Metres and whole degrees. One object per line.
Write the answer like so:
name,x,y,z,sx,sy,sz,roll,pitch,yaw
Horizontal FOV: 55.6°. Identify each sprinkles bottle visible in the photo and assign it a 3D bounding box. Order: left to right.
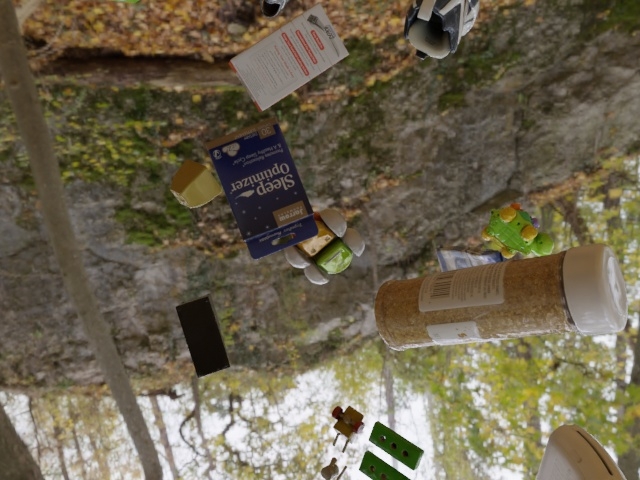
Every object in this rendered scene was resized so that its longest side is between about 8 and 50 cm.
sprinkles bottle,0.255,0.092,0.908,0.355,0.121,0.121,-13,-167,38

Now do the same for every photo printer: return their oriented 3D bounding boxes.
photo printer,0.602,0.606,1.406,0.107,0.308,0.256,1,-156,-9

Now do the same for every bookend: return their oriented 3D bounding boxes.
bookend,-0.255,0.203,1.334,0.072,0.156,0.157,-18,-179,-9

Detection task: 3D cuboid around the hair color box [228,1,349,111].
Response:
hair color box,-0.050,-0.288,0.961,0.167,0.093,0.053,-33,-165,-3

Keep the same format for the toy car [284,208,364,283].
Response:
toy car,0.000,0.000,1.429,0.159,0.182,0.136,-41,-141,7

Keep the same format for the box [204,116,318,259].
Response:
box,-0.101,-0.092,1.084,0.136,0.225,0.036,-22,-179,-3

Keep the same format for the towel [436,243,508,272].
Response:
towel,0.378,0.113,1.467,0.034,0.209,0.285,-19,-173,-16

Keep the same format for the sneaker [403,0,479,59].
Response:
sneaker,0.184,-0.339,0.949,0.094,0.153,0.235,23,177,10

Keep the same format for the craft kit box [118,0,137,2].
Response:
craft kit box,-0.179,-0.291,0.554,0.246,0.061,0.250,-13,-171,29

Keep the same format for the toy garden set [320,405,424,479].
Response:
toy garden set,0.089,0.470,1.223,0.203,0.244,0.049,25,-165,33

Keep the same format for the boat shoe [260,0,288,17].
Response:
boat shoe,-0.114,-0.659,1.595,0.079,0.084,0.233,-51,-173,-9

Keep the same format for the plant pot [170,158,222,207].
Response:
plant pot,-0.292,-0.122,1.386,0.081,0.081,0.083,23,-118,42

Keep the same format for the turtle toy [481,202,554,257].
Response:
turtle toy,0.361,-0.015,1.096,0.130,0.095,0.066,43,-121,8
